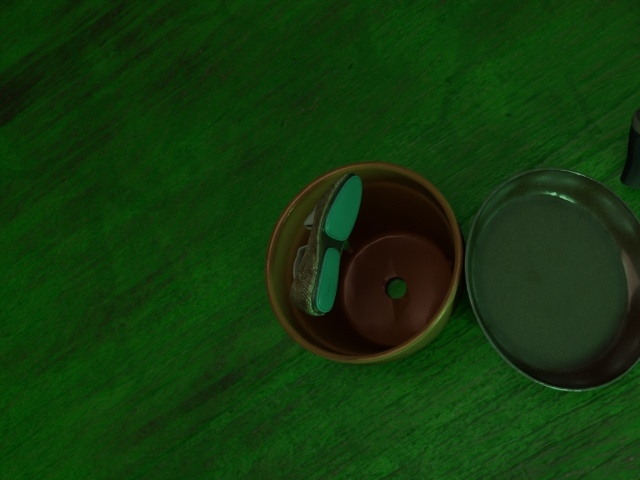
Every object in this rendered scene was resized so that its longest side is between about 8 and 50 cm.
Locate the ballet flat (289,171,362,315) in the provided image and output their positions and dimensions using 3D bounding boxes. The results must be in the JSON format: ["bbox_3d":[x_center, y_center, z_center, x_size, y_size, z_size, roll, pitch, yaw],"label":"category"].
[{"bbox_3d":[0.000,0.000,1.132,0.067,0.073,0.206,6,72,38],"label":"ballet flat"}]

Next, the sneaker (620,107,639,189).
[{"bbox_3d":[0.537,-0.149,1.190,0.221,0.118,0.083,-11,47,-11],"label":"sneaker"}]

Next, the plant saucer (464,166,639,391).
[{"bbox_3d":[0.330,0.053,1.141,0.310,0.050,0.311,4,77,-18],"label":"plant saucer"}]

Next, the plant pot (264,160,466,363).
[{"bbox_3d":[0.087,0.053,1.230,0.290,0.203,0.291,-6,72,19],"label":"plant pot"}]
